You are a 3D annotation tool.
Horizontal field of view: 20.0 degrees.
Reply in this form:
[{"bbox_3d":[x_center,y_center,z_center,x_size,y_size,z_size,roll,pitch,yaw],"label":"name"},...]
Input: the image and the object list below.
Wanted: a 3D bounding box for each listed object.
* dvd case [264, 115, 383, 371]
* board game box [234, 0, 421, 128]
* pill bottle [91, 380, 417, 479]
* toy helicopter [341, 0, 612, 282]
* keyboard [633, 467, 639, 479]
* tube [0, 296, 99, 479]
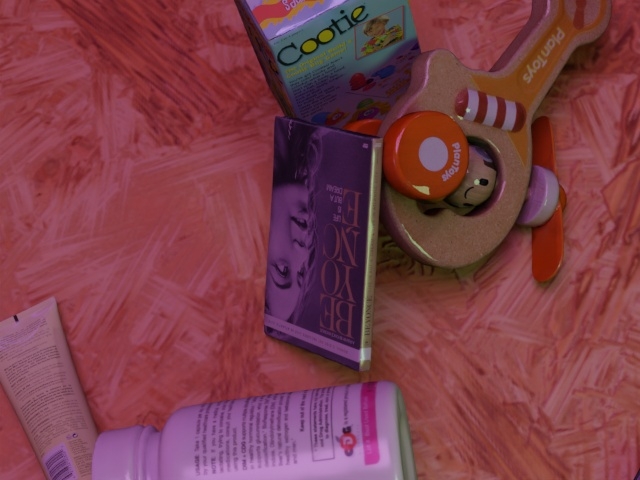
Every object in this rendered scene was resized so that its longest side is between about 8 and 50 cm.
[{"bbox_3d":[0.000,0.000,1.740,0.164,0.018,0.221,18,109,53],"label":"dvd case"},{"bbox_3d":[0.007,-0.209,1.805,0.144,0.275,0.142,-27,63,-3],"label":"board game box"},{"bbox_3d":[-0.058,0.224,1.679,0.283,0.160,0.160,-8,64,7],"label":"pill bottle"},{"bbox_3d":[0.190,-0.120,1.789,0.235,0.140,0.355,43,71,-20],"label":"toy helicopter"},{"bbox_3d":[0.370,0.253,1.661,0.180,0.023,0.108,26,79,20],"label":"keyboard"},{"bbox_3d":[-0.266,0.165,1.810,0.070,0.062,0.240,0,48,-38],"label":"tube"}]
